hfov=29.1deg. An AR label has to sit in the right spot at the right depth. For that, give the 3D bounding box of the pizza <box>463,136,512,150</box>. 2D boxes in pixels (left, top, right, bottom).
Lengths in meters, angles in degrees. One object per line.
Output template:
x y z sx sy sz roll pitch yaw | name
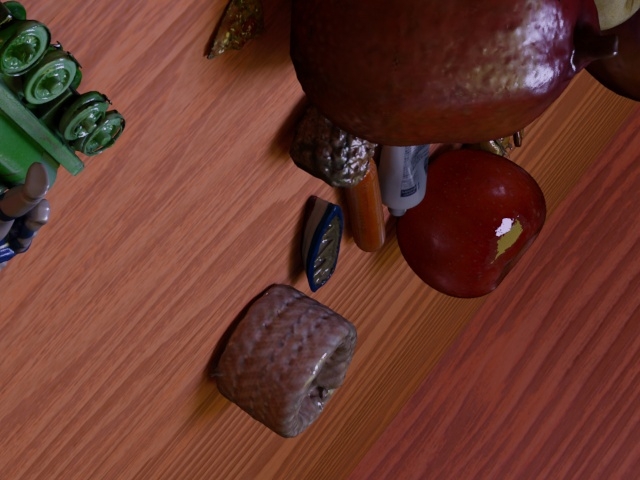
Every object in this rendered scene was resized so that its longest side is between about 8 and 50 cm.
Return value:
0.337 -0.215 2.276 0.271 0.056 0.134 -50 155 -13 | pizza

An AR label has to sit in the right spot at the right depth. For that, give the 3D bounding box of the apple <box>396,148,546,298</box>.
0.257 -0.031 2.127 0.260 0.216 0.260 -50 165 -19 | apple

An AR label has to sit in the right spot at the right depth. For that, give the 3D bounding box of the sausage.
0.066 -0.053 1.834 0.053 0.053 0.348 -51 163 -13 | sausage

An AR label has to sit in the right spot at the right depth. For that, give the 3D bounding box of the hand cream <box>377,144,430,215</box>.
0.126 -0.159 1.804 0.124 0.078 0.340 -43 152 -33 | hand cream

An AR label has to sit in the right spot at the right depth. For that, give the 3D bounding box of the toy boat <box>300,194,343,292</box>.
0.000 0.000 1.767 0.080 0.046 0.229 -47 162 -22 | toy boat

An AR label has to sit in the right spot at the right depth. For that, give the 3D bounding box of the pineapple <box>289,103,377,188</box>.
0.038 -0.162 1.476 0.197 0.108 0.108 -66 163 5 | pineapple

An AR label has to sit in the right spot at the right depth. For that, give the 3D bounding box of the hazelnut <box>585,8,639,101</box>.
0.557 -0.435 1.970 0.421 0.353 0.421 -21 138 -20 | hazelnut

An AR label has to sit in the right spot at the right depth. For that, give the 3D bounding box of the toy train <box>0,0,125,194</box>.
-0.225 -0.099 0.882 0.119 0.085 0.251 -42 163 -5 | toy train

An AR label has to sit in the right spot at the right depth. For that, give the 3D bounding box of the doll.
-0.265 -0.012 0.933 0.114 0.057 0.227 -2 161 -17 | doll

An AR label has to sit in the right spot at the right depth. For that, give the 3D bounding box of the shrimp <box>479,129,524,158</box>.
0.325 -0.183 2.207 0.095 0.045 0.162 -33 117 -28 | shrimp

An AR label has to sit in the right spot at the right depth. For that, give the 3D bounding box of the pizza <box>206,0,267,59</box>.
-0.077 -0.199 1.187 0.078 0.025 0.083 -55 165 -7 | pizza

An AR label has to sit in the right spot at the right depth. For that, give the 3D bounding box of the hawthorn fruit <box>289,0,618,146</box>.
0.117 -0.226 1.241 0.311 0.295 0.295 -2 142 -14 | hawthorn fruit

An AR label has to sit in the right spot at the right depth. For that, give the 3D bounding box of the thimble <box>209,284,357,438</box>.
-0.049 0.175 1.809 0.196 0.148 0.229 -57 166 -2 | thimble

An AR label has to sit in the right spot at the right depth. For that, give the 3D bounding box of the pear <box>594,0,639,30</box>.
0.386 -0.375 1.715 0.167 0.136 0.167 -45 155 -28 | pear
